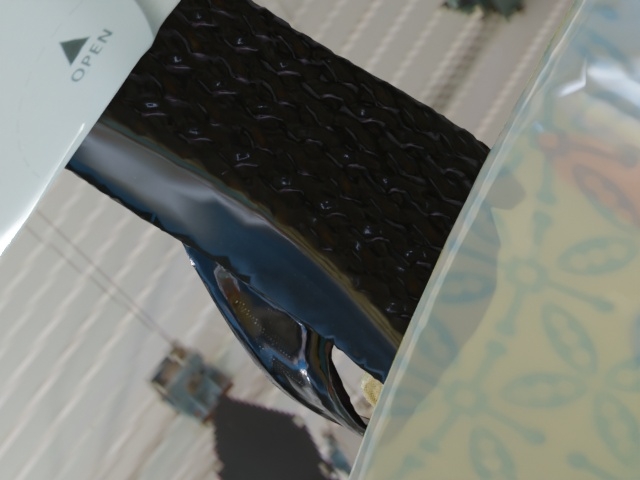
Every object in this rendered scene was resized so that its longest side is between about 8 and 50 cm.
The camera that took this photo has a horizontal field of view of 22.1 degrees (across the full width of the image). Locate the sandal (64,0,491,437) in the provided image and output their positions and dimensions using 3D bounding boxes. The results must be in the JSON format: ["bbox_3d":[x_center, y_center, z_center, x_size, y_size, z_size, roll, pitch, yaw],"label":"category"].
[{"bbox_3d":[0.000,-0.002,0.802,0.446,0.107,0.167,38,-134,-1],"label":"sandal"}]

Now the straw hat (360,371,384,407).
[{"bbox_3d":[0.065,0.108,1.224,0.061,0.144,0.144,-37,-130,1],"label":"straw hat"}]

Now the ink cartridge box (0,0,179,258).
[{"bbox_3d":[-0.178,-0.111,0.447,0.091,0.385,0.308,42,-78,25],"label":"ink cartridge box"}]

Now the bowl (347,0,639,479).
[{"bbox_3d":[0.102,0.066,0.280,0.156,0.289,0.289,22,-114,-5],"label":"bowl"}]
